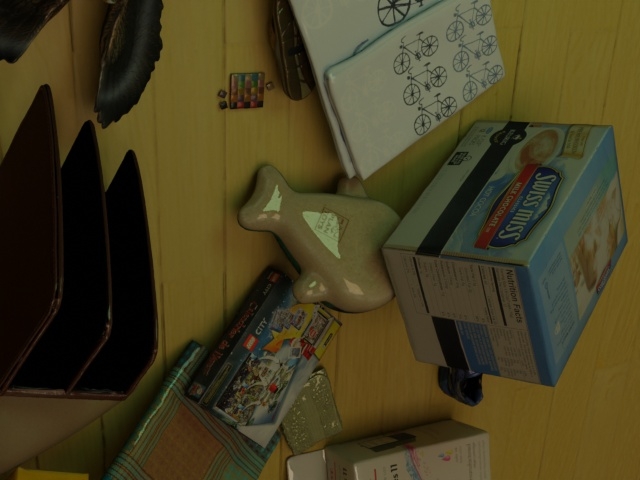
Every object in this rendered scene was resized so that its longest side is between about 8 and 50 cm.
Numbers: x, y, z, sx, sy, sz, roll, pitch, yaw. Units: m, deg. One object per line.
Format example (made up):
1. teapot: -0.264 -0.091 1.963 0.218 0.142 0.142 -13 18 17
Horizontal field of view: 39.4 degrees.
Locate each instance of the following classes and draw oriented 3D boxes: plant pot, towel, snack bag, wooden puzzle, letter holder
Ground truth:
1. plant pot: -0.378 0.168 1.145 0.274 0.256 0.256 -8 118 -41
2. towel: -0.022 0.291 1.509 0.110 0.027 0.148 -25 123 -15
3. snack bag: 0.117 -0.302 1.263 0.323 0.037 0.342 -35 126 -21
4. wooden puzzle: -0.102 -0.207 1.237 0.083 0.006 0.049 -7 116 -26
5. letter holder: -0.271 -0.001 1.024 0.152 0.302 0.214 9 141 -32
6. towel: -0.209 0.374 1.334 0.271 0.040 0.370 56 52 -36

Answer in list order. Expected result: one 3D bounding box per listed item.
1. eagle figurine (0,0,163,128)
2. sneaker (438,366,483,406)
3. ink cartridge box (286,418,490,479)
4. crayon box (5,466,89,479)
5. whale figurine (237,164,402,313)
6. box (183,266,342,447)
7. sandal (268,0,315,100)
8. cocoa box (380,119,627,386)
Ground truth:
1. eagle figurine: -0.244 -0.305 1.032 0.298 0.225 0.226 -39 87 29
2. sneaker: 0.258 0.200 1.581 0.083 0.087 0.221 -23 122 -18
3. ink cartridge box: 0.127 0.455 1.579 0.353 0.119 0.207 -7 96 -26
4. crayon box: -0.410 0.502 1.134 0.106 0.313 0.363 17 139 -31
5. whale figurine: 0.000 0.000 1.330 0.272 0.141 0.216 28 68 -15
6. box: -0.083 0.180 1.373 0.159 0.044 0.233 44 72 -37
7. sandal: -0.040 -0.279 1.211 0.072 0.049 0.180 -23 127 -32
8. cocoa box: 0.289 0.006 1.334 0.347 0.228 0.231 -50 133 -37
